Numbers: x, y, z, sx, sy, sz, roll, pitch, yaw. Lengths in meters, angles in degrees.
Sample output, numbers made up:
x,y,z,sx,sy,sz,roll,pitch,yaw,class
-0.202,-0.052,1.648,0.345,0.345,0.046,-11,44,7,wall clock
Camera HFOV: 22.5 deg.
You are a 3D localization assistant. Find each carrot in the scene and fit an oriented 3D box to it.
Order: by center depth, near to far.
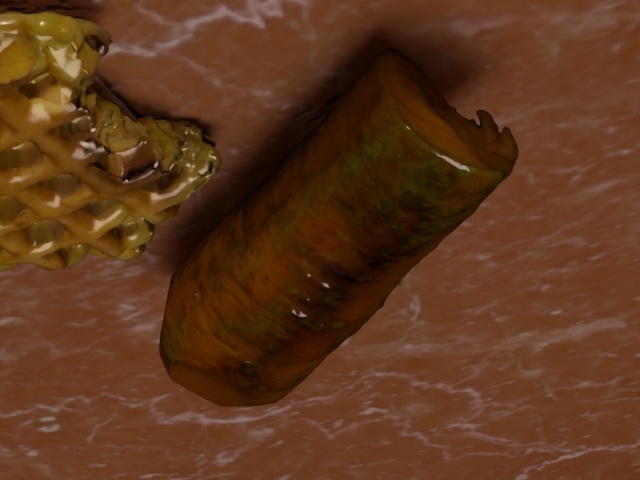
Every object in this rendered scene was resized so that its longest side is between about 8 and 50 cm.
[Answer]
x,y,z,sx,sy,sz,roll,pitch,yaw,class
0.000,0.000,0.972,0.114,0.114,0.302,11,143,-31,carrot

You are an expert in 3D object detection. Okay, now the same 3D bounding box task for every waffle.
x,y,z,sx,sy,sz,roll,pitch,yaw,class
-0.190,-0.047,0.896,0.291,0.051,0.291,-5,153,-3,waffle
